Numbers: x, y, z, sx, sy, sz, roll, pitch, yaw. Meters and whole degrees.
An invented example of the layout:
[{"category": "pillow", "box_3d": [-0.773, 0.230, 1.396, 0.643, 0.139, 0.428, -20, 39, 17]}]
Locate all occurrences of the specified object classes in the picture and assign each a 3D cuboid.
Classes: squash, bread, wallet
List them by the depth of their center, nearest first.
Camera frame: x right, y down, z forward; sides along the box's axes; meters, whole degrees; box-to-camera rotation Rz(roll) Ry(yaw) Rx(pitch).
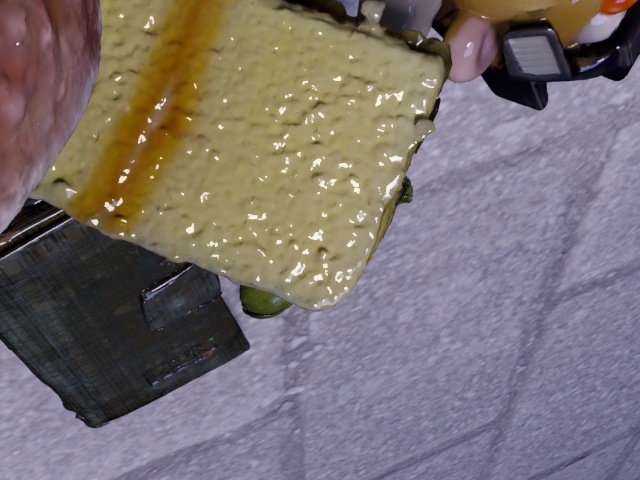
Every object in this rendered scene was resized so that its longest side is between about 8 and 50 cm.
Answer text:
[{"category": "bread", "box_3d": [-0.084, -0.057, 0.590, 0.178, 0.266, 0.142, 107, 8, -61]}, {"category": "wallet", "box_3d": [-0.161, 0.054, 0.866, 0.169, 0.044, 0.317, -27, 150, -6]}, {"category": "squash", "box_3d": [0.000, 0.000, 0.918, 0.183, 0.052, 0.052, -42, 147, 18]}]

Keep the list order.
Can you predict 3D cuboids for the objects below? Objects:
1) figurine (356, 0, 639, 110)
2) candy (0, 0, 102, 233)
[{"category": "figurine", "box_3d": [0.116, -0.194, 0.634, 0.308, 0.143, 0.308, -23, 149, -15]}, {"category": "candy", "box_3d": [-0.209, -0.077, 0.423, 0.157, 0.214, 0.289, 98, 17, -54]}]
